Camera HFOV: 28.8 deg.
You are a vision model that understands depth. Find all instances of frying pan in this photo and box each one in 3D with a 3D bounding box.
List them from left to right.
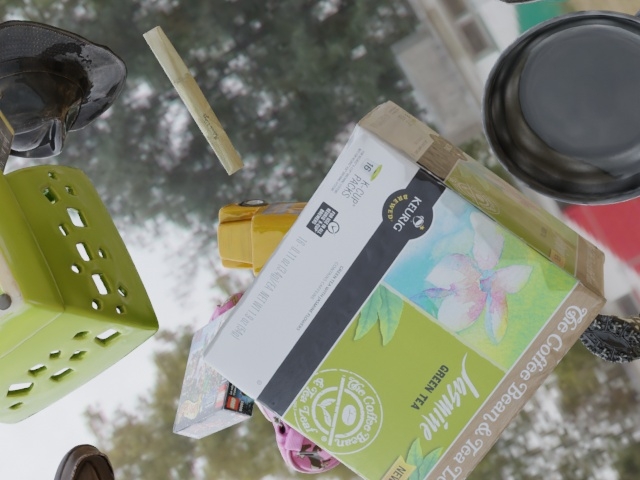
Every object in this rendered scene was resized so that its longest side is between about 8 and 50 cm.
[{"bbox_3d":[0.247,-0.173,1.080,0.053,0.197,0.326,-72,-12,-54],"label":"frying pan"}]

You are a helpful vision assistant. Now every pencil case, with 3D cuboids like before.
[{"bbox_3d":[-0.074,0.251,2.271,0.386,0.160,0.167,48,164,48],"label":"pencil case"}]

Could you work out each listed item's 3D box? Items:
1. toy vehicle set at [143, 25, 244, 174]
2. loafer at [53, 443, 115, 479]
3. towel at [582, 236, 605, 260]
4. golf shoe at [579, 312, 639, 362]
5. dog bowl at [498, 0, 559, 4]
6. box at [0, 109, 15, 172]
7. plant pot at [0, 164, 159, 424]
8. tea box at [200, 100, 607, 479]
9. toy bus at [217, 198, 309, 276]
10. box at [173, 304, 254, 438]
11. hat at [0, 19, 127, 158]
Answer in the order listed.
[{"bbox_3d":[-0.236,-0.261,2.345,0.166,0.035,0.267,56,176,41],"label":"toy vehicle set"},{"bbox_3d":[-0.431,0.579,2.429,0.134,0.130,0.366,4,-103,-48],"label":"loafer"},{"bbox_3d":[0.174,0.053,1.746,0.320,0.374,0.090,36,146,16],"label":"towel"},{"bbox_3d":[0.503,0.156,2.024,0.198,0.077,0.094,18,-158,-7],"label":"golf shoe"},{"bbox_3d":[0.228,-0.402,1.266,0.102,0.349,0.349,2,-123,-55],"label":"dog bowl"},{"bbox_3d":[-0.529,-0.169,1.521,0.322,0.257,0.079,118,165,-80],"label":"box"},{"bbox_3d":[-0.349,0.050,1.350,0.228,0.227,0.207,61,-166,18],"label":"plant pot"},{"bbox_3d":[0.101,0.073,1.421,0.323,0.329,0.220,35,-163,2],"label":"tea box"},{"bbox_3d":[0.000,0.000,1.965,0.130,0.332,0.108,-57,-34,-73],"label":"toy bus"},{"bbox_3d":[-0.142,0.187,1.776,0.044,0.233,0.159,18,-113,-18],"label":"box"},{"bbox_3d":[-0.483,-0.217,2.068,0.331,0.331,0.134,42,-144,-55],"label":"hat"}]
